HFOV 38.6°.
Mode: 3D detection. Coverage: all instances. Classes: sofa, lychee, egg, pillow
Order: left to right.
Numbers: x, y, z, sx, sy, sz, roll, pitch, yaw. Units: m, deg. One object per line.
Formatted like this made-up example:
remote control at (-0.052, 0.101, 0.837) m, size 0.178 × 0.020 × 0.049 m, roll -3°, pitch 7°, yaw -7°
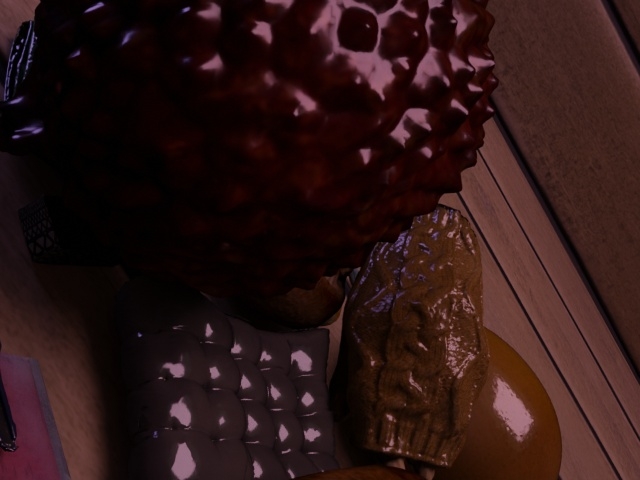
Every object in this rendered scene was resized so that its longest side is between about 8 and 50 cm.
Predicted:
sofa at (-0.239, -0.008, 0.908) m, size 0.118 × 0.039 × 0.060 m, roll 7°, pitch 60°, yaw -63°
lychee at (-0.083, -0.144, 0.843) m, size 0.424 × 0.500 × 0.424 m, roll 168°, pitch -90°, yaw -86°
pillow at (-0.087, 0.177, 0.959) m, size 0.326 × 0.101 × 0.228 m, roll 27°, pitch 44°, yaw -51°
egg at (0.188, 0.248, 1.259) m, size 0.322 × 0.250 × 0.250 m, roll 59°, pitch 22°, yaw 12°

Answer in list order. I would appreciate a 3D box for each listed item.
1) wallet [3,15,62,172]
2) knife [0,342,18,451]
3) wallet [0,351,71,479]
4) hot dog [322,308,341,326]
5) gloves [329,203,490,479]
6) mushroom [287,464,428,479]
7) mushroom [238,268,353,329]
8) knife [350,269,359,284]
wallet at (-0.242, -0.122, 1.007) m, size 0.236 × 0.055 × 0.160 m, roll 38°, pitch 41°, yaw -46°
knife at (-0.254, 0.110, 0.702) m, size 0.031 × 0.018 × 0.121 m, roll 19°, pitch 40°, yaw -56°
wallet at (-0.235, 0.183, 0.687) m, size 0.119 × 0.025 × 0.232 m, roll 27°, pitch 31°, yaw -56°
hot dog at (-0.002, 0.002, 1.361) m, size 0.088 × 0.061 × 0.285 m, roll 53°, pitch 24°, yaw -50°
gloves at (0.105, 0.119, 1.114) m, size 0.155 × 0.203 × 0.356 m, roll 49°, pitch 43°, yaw -60°
mushroom at (0.052, 0.364, 0.838) m, size 0.345 × 0.260 × 0.345 m, roll 20°, pitch 64°, yaw -47°
mushroom at (-0.047, -0.007, 1.156) m, size 0.253 × 0.153 × 0.253 m, roll 46°, pitch 30°, yaw -38°
knife at (0.090, 0.140, 1.459) m, size 0.210 × 0.015 × 0.028 m, roll 69°, pitch 18°, yaw 11°
